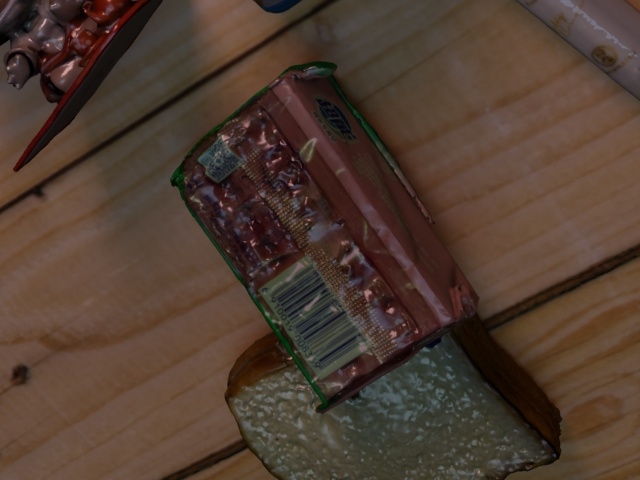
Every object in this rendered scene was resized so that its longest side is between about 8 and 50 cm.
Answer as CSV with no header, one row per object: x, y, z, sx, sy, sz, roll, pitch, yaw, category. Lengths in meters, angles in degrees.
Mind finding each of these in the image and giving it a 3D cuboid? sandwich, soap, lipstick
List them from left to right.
-0.001,0.001,1.198,0.218,0.098,0.273,-36,88,24,soap
0.060,0.165,1.345,0.273,0.095,0.249,-29,112,23,sandwich
0.228,-0.184,1.126,0.264,0.059,0.059,35,120,-13,lipstick

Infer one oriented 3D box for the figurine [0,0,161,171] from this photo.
-0.273,-0.213,1.143,0.226,0.160,0.183,39,118,-6,figurine

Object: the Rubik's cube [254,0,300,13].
0.002,-0.288,1.005,0.255,0.254,0.254,4,122,6,Rubik's cube
